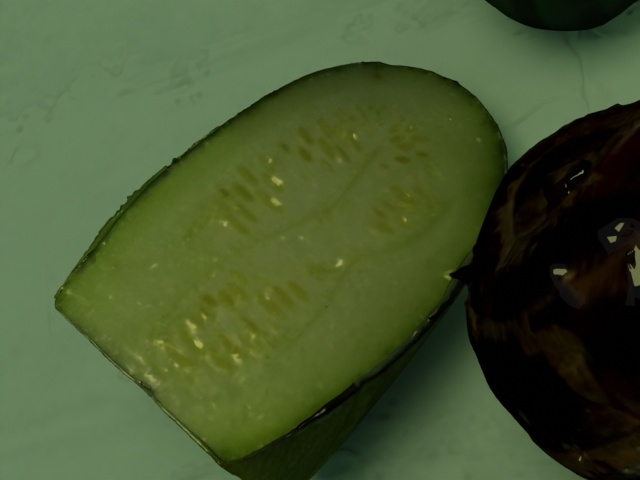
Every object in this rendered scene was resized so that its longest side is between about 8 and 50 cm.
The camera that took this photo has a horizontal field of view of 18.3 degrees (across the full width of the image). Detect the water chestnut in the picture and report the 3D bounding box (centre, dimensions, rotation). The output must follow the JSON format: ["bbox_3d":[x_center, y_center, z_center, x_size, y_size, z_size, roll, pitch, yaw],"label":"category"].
[{"bbox_3d":[0.246,0.040,1.325,0.300,0.300,0.300,-11,65,24],"label":"water chestnut"}]

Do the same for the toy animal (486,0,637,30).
[{"bbox_3d":[0.143,-0.309,1.533,0.216,0.191,0.338,-38,58,9],"label":"toy animal"}]

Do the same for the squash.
[{"bbox_3d":[0.000,0.000,1.476,0.234,0.210,0.309,42,97,22],"label":"squash"}]
